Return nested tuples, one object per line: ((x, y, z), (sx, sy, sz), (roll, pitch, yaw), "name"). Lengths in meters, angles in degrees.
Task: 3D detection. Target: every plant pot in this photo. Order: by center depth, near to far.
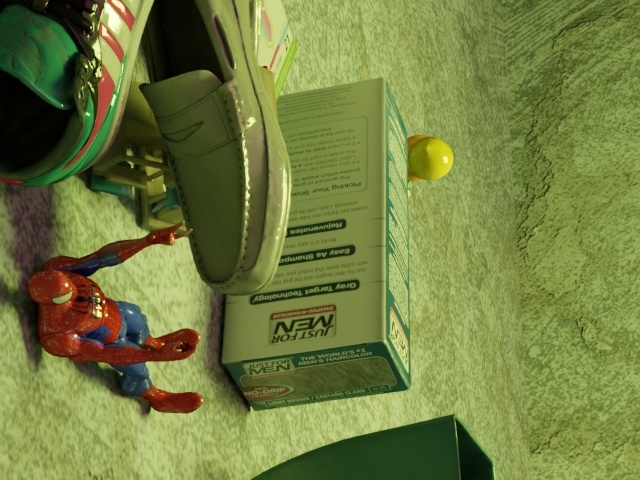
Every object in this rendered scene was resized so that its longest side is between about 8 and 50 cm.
((0.046, 0.288, 1.706), (0.165, 0.234, 0.165), (51, 33, -59), "plant pot")

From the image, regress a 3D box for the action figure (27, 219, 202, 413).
((-0.134, 0.066, 1.404), (0.280, 0.139, 0.091), (40, 41, -63), "action figure")

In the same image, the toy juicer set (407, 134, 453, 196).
((0.072, -0.031, 2.049), (0.089, 0.209, 0.329), (55, 20, -8), "toy juicer set")

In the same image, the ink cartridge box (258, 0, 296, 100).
((-0.117, -0.257, 1.734), (0.188, 0.097, 0.255), (-74, 151, -58), "ink cartridge box")

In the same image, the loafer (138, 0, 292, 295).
((-0.099, -0.112, 1.411), (0.111, 0.112, 0.319), (-3, 81, -46), "loafer")

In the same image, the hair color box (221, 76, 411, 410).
((0.000, 0.000, 1.842), (0.105, 0.174, 0.347), (63, 23, -50), "hair color box")

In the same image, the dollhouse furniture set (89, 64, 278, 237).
((-0.146, -0.095, 1.545), (0.184, 0.129, 0.128), (13, 64, -41), "dollhouse furniture set")

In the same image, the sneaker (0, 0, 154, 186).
((-0.198, -0.165, 1.245), (0.178, 0.124, 0.295), (-57, 160, -67), "sneaker")
